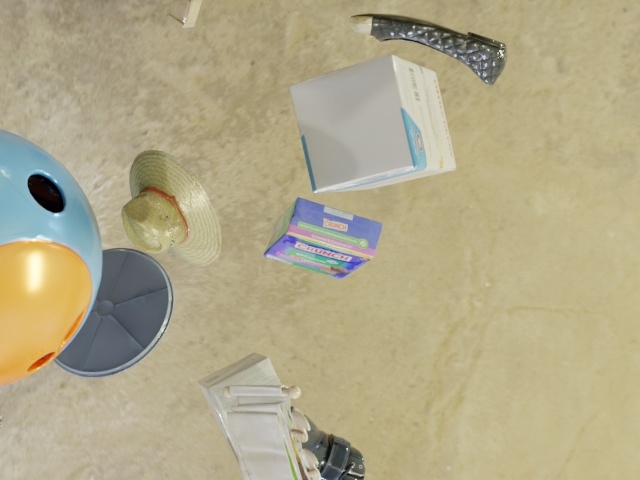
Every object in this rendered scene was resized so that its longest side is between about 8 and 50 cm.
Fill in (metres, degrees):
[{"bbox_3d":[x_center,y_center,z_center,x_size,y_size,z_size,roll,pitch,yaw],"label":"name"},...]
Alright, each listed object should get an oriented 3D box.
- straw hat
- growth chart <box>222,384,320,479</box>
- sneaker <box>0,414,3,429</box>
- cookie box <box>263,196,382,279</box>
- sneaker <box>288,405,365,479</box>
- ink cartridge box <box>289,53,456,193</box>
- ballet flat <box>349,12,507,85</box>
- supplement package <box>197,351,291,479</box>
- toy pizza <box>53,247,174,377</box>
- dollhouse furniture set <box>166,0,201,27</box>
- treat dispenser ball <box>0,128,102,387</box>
[{"bbox_3d":[-0.179,-0.021,0.913,0.061,0.144,0.144,-38,102,-41],"label":"straw hat"},{"bbox_3d":[-0.058,0.290,1.092,0.021,0.172,0.237,-23,107,-43],"label":"growth chart"},{"bbox_3d":[-0.633,0.290,1.357,0.235,0.090,0.094,34,73,-38],"label":"sneaker"},{"bbox_3d":[0.000,0.000,0.854,0.092,0.107,0.040,17,71,-12],"label":"cookie box"},{"bbox_3d":[-0.009,0.379,1.353,0.163,0.226,0.086,36,116,-6],"label":"sneaker"},{"bbox_3d":[0.104,-0.202,1.527,0.197,0.270,0.198,-13,89,24],"label":"ink cartridge box"},{"bbox_3d":[0.113,-0.206,0.887,0.173,0.057,0.049,14,107,-2],"label":"ballet flat"},{"bbox_3d":[-0.123,0.360,1.644,0.134,0.139,0.244,-25,93,-16],"label":"supplement package"},{"bbox_3d":[-0.303,0.104,1.208,0.201,0.032,0.201,-5,61,10],"label":"toy pizza"},{"bbox_3d":[-0.182,-0.400,1.328,0.161,0.181,0.101,36,32,22],"label":"dollhouse furniture set"},{"bbox_3d":[-0.381,0.020,0.897,0.288,0.288,0.288,0,89,-19],"label":"treat dispenser ball"}]
